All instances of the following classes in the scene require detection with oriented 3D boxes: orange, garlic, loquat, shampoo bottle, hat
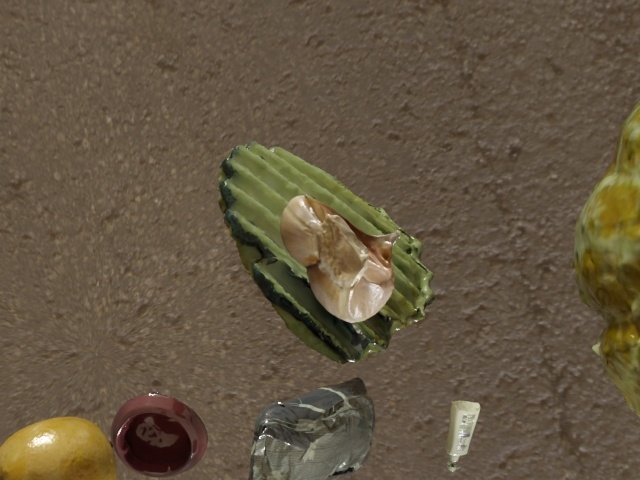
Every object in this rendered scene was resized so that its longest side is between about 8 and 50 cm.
[{"bbox_3d":[0.321,-0.020,0.546,0.210,0.271,0.369,30,107,29],"label":"orange"},{"bbox_3d":[0.021,0.015,0.875,0.174,0.124,0.099,52,36,11],"label":"garlic"},{"bbox_3d":[-0.326,0.287,0.861,0.163,0.163,0.137,-25,62,-20],"label":"loquat"},{"bbox_3d":[0.244,0.349,1.248,0.049,0.034,0.141,1,111,-19],"label":"shampoo bottle"},{"bbox_3d":[-0.322,0.386,1.420,0.205,0.089,0.206,1,113,2],"label":"hat"}]

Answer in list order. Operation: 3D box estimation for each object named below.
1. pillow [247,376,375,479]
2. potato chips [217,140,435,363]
[{"bbox_3d":[0.000,0.292,1.034,0.092,0.335,0.162,17,97,28],"label":"pillow"},{"bbox_3d":[0.000,0.000,1.165,0.429,0.070,0.358,39,40,0],"label":"potato chips"}]
